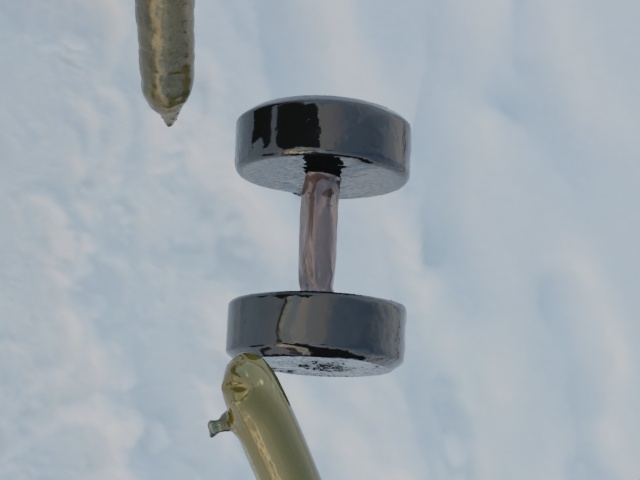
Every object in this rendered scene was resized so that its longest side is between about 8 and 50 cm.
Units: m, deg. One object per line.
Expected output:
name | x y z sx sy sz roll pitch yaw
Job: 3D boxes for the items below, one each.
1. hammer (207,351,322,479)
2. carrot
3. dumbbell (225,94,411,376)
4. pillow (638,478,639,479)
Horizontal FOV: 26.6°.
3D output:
hammer | -0.009 0.215 1.017 0.202 0.113 0.305 -71 143 -58
carrot | -0.121 -0.250 1.062 0.070 0.070 0.342 -18 118 -36
dumbbell | 0.000 0.000 1.145 0.152 0.152 0.218 12 75 -42
pillow | 0.103 0.149 0.399 0.075 0.302 0.185 42 87 -3
